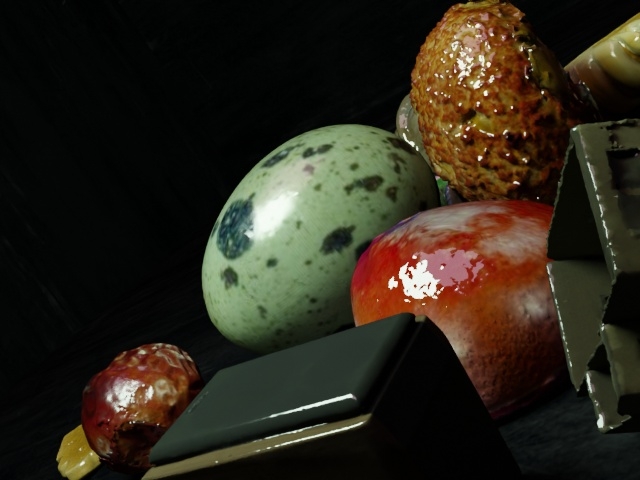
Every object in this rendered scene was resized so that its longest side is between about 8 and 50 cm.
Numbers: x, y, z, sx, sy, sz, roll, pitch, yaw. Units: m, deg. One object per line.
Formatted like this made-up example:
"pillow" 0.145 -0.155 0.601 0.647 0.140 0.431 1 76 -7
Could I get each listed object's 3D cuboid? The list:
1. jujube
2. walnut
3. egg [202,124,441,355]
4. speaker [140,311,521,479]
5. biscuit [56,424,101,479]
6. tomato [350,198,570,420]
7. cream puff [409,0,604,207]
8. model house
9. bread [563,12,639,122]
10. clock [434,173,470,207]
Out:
"jujube" -0.252 0.235 1.301 0.183 0.183 0.243 -34 16 0
"walnut" 0.240 -0.209 1.753 0.224 0.224 0.224 -33 11 7
"egg" 0.000 0.000 1.283 0.379 0.288 0.287 -36 11 -16
"speaker" 0.011 0.186 0.714 0.231 0.192 0.153 -22 14 32
"biscuit" -0.388 0.347 1.582 0.238 0.041 0.212 -22 22 49
"tomato" 0.160 0.038 0.957 0.289 0.176 0.335 -31 9 0
"cream puff" 0.250 -0.169 1.249 0.228 0.350 0.350 -38 9 18
"model house" 0.301 0.032 0.620 0.243 0.211 0.204 -6 59 4
"bread" 0.440 -0.241 1.443 0.173 0.121 0.311 -40 0 -44
"clock" 0.235 -0.083 1.473 0.194 0.100 0.195 -37 3 -19
